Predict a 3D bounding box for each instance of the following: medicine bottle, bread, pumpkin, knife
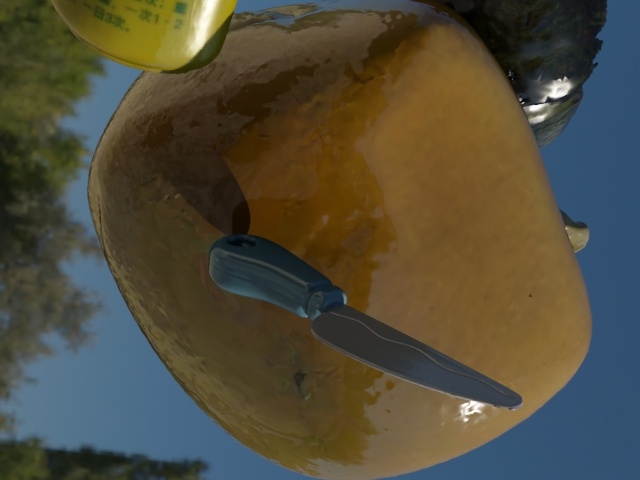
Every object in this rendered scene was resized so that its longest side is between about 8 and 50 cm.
[{"bbox_3d":[-0.068,-0.234,0.715,0.076,0.111,0.309,-67,180,-56],"label":"medicine bottle"},{"bbox_3d":[0.000,0.000,1.035,0.253,0.348,0.376,-54,129,-51],"label":"bread"},{"bbox_3d":[0.159,-0.227,1.261,0.320,0.192,0.320,4,90,-88],"label":"pumpkin"},{"bbox_3d":[0.016,0.052,0.811,0.244,0.058,0.032,29,-64,40],"label":"knife"}]
